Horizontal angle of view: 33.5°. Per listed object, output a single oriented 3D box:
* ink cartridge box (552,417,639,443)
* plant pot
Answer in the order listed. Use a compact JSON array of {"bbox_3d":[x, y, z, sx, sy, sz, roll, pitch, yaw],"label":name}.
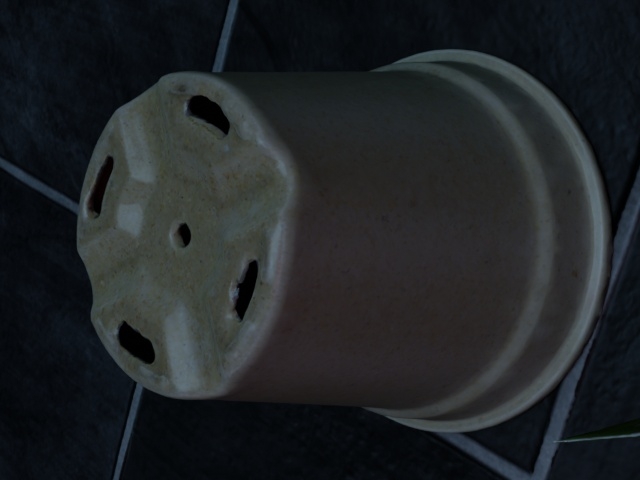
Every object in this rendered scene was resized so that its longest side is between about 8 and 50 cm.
[{"bbox_3d":[0.300,0.140,0.620,0.255,0.189,0.097,-15,81,43],"label":"ink cartridge box"},{"bbox_3d":[0.000,0.000,0.819,0.334,0.305,0.333,0,89,43],"label":"plant pot"}]
